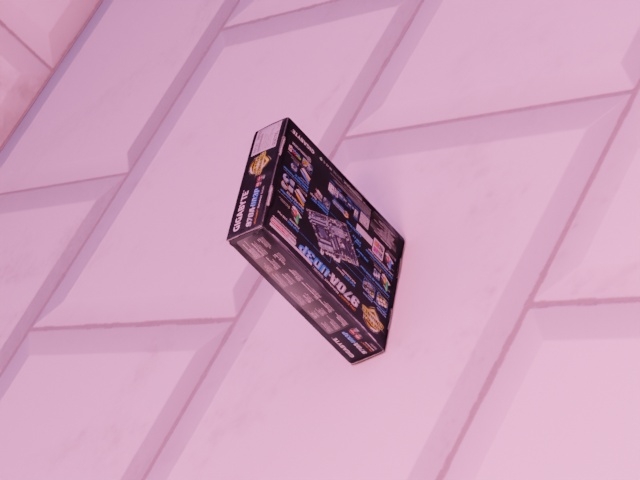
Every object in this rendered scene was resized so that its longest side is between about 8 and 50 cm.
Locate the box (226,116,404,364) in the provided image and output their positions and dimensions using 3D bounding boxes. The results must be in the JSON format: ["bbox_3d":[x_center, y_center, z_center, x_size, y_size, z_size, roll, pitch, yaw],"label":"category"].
[{"bbox_3d":[0.000,0.000,2.066,0.051,0.220,0.175,-24,35,31],"label":"box"}]
